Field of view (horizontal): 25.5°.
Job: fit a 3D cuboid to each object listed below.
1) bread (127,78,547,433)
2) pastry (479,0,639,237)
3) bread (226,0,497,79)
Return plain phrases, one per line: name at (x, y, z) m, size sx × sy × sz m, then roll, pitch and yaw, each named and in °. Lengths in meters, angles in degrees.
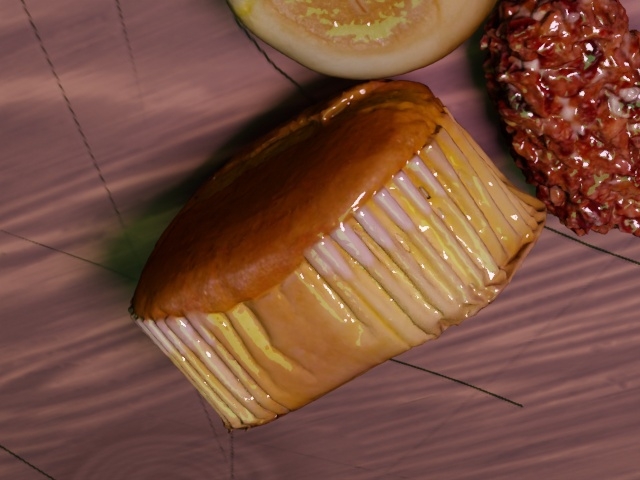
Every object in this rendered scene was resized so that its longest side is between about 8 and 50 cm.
bread at (0.000, 0.000, 0.973) m, size 0.288 × 0.204 × 0.156 m, roll -26°, pitch 110°, yaw 41°
pastry at (0.178, -0.090, 0.956) m, size 0.115 × 0.097 × 0.208 m, roll -28°, pitch 124°, yaw 5°
bread at (0.021, -0.205, 0.874) m, size 0.213 × 0.105 × 0.213 m, roll 3°, pitch 126°, yaw 4°
